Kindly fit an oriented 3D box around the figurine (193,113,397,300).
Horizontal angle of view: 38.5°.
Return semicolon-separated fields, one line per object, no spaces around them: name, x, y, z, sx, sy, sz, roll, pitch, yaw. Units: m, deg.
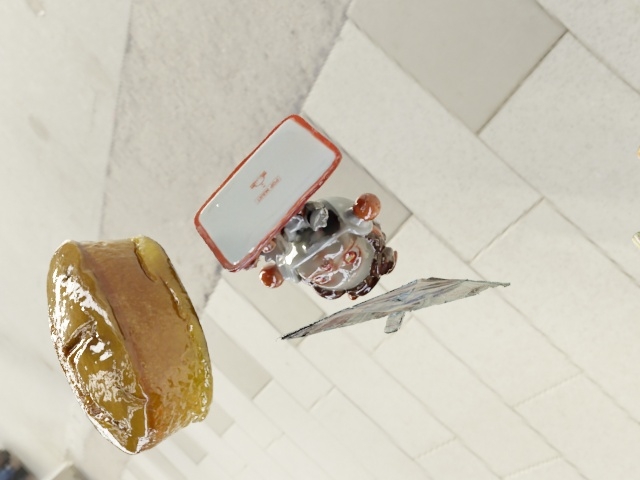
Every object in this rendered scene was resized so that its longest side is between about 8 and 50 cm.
figurine;0.000;0.000;1.111;0.226;0.183;0.160;42;-177;-37

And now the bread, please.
bread;-0.226;0.112;1.049;0.270;0.142;0.195;58;147;31

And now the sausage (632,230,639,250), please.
sausage;0.587;0.038;1.562;0.033;0.033;0.269;57;-170;-20

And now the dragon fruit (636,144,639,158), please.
dragon fruit;0.607;-0.127;1.420;0.224;0.227;0.224;26;176;2

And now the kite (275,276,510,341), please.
kite;0.103;0.091;1.223;0.314;0.335;0.011;102;154;-72
